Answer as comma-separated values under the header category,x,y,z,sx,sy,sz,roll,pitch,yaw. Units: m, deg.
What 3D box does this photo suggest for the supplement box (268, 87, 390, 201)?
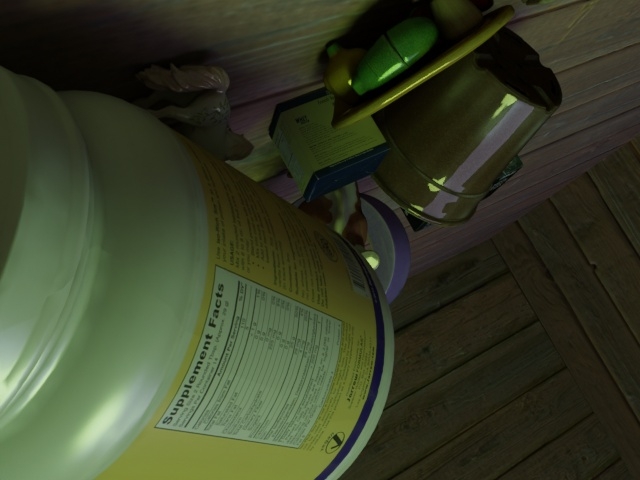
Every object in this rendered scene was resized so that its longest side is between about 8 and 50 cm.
category,x,y,z,sx,sy,sz,roll,pitch,yaw
supplement box,0.007,-0.097,0.710,0.083,0.083,0.056,-25,167,-21

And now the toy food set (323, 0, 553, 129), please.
category,x,y,z,sx,sy,sz,roll,pitch,yaw
toy food set,0.084,-0.179,0.609,0.218,0.071,0.128,-30,-167,18

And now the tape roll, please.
category,x,y,z,sx,sy,sz,roll,pitch,yaw
tape roll,0.028,0.023,1.040,0.189,0.189,0.080,-33,168,19

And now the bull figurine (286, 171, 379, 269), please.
category,x,y,z,sx,sy,sz,roll,pitch,yaw
bull figurine,-0.008,0.031,0.802,0.188,0.101,0.310,-95,-160,-66

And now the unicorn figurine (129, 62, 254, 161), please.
category,x,y,z,sx,sy,sz,roll,pitch,yaw
unicorn figurine,-0.100,-0.082,0.576,0.111,0.060,0.162,-20,169,-20

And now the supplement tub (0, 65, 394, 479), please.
category,x,y,z,sx,sy,sz,roll,pitch,yaw
supplement tub,-0.122,0.052,0.478,0.241,0.241,0.331,-33,147,19

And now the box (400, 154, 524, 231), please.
category,x,y,z,sx,sy,sz,roll,pitch,yaw
box,0.245,-0.104,1.301,0.180,0.078,0.147,-25,168,-20

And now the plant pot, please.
category,x,y,z,sx,sy,sz,roll,pitch,yaw
plant pot,0.149,-0.129,0.762,0.167,0.167,0.165,-18,158,-44
